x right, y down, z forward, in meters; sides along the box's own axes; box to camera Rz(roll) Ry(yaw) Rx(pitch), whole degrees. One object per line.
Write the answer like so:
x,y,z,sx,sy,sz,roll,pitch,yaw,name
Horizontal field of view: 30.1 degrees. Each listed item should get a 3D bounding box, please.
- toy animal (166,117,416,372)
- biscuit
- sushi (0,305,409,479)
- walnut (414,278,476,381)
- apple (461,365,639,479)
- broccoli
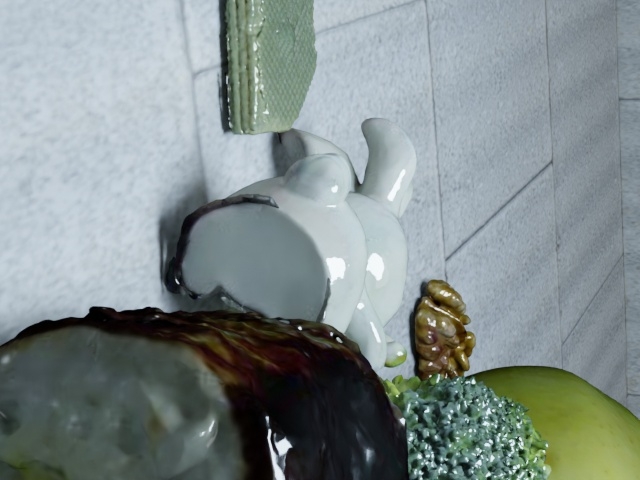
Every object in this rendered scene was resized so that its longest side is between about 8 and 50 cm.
-0.003,0.006,1.206,0.310,0.183,0.247,-19,109,-63,toy animal
-0.050,-0.237,1.244,0.150,0.052,0.252,-13,104,-64,biscuit
-0.096,0.190,0.894,0.294,0.299,0.281,9,103,-65,sushi
0.185,0.144,1.747,0.170,0.069,0.143,71,31,-43,walnut
0.248,0.382,1.487,0.473,0.474,0.473,2,90,-65,apple
0.075,0.287,1.171,0.353,0.275,0.397,-46,-173,-6,broccoli
